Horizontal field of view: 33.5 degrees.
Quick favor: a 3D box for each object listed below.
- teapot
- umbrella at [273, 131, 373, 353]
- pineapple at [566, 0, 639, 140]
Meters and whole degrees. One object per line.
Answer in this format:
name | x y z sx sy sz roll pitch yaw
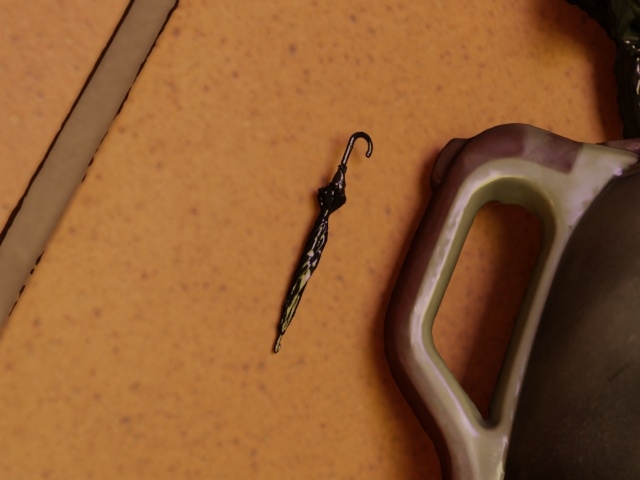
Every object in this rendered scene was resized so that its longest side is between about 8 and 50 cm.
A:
teapot | 0.196 0.070 0.665 0.315 0.233 0.312 13 71 -1
umbrella | -0.003 -0.002 0.644 0.022 0.022 0.148 34 72 -29
pineapple | 0.289 -0.124 0.780 0.364 0.165 0.165 38 66 -14
